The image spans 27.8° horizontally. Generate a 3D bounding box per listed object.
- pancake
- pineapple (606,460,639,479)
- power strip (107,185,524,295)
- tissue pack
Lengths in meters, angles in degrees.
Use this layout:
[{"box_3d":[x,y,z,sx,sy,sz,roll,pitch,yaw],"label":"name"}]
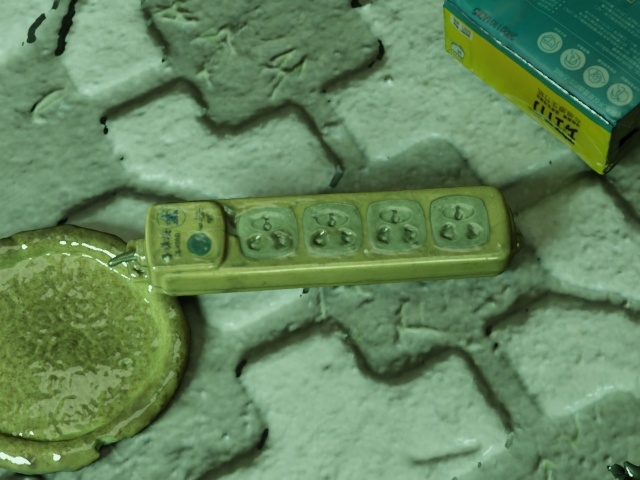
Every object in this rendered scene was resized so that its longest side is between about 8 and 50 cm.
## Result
[{"box_3d":[-0.193,0.075,0.926,0.199,0.021,0.199,-1,64,2],"label":"pancake"},{"box_3d":[0.317,0.180,0.788,0.278,0.158,0.158,-2,62,16],"label":"pineapple"},{"box_3d":[0.000,0.000,0.931,0.305,0.044,0.064,-3,63,-4],"label":"power strip"},{"box_3d":[0.192,-0.148,0.989,0.120,0.082,0.169,-42,69,-16],"label":"tissue pack"}]
